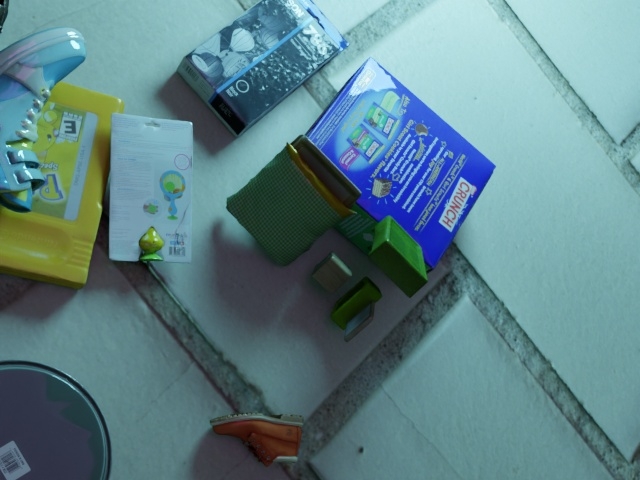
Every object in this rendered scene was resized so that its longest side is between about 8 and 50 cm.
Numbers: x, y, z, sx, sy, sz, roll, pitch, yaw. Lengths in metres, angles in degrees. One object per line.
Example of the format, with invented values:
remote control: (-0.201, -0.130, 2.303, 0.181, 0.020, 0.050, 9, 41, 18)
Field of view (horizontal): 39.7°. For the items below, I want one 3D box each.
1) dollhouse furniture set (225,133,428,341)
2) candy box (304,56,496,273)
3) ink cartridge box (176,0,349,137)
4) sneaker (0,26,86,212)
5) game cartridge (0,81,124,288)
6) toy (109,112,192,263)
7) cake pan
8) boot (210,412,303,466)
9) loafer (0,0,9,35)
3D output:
dollhouse furniture set: (0.000, 0.000, 1.443, 0.301, 0.197, 0.151, 44, 17, -11)
candy box: (0.122, -0.125, 1.607, 0.317, 0.122, 0.268, 40, 61, -7)
ink cartridge box: (-0.088, -0.347, 1.615, 0.165, 0.065, 0.333, 47, 61, -4)
sneaker: (-0.440, -0.162, 1.311, 0.319, 0.127, 0.208, -39, 91, -18)
game cartridge: (-0.473, -0.110, 1.373, 0.285, 0.052, 0.324, 14, 68, -20)
toy: (-0.282, -0.080, 1.448, 0.136, 0.056, 0.237, 3, 78, -28)
cake pan: (-0.438, 0.311, 1.258, 0.293, 0.054, 0.293, 7, 72, -22)
boot: (-0.101, 0.316, 1.408, 0.157, 0.059, 0.085, 10, 75, -23)
loafer: (-0.530, -0.337, 1.363, 0.080, 0.078, 0.220, 13, 46, -21)
